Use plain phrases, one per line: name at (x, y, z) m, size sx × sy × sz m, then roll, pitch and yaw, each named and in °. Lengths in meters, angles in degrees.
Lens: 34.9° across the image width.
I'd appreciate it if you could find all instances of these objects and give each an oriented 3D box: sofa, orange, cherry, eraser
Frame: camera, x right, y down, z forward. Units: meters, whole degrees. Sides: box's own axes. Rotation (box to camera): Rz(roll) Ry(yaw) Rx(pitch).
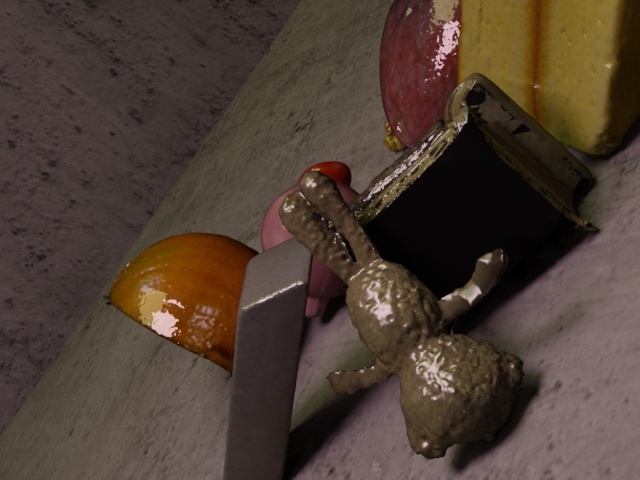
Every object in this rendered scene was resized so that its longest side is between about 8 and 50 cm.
sofa at (0.138, -0.036, 1.099) m, size 0.258 × 0.200 × 0.182 m, roll -45°, pitch 21°, yaw 21°
orange at (-0.171, 0.109, 1.458) m, size 0.274 × 0.274 × 0.310 m, roll -42°, pitch 18°, yaw 24°
cherry at (0.190, -0.248, 1.373) m, size 0.261 × 0.221 × 0.307 m, roll -27°, pitch 41°, yaw 68°
eraser at (-0.065, 0.157, 1.180) m, size 0.111 × 0.077 × 0.352 m, roll -81°, pitch 0°, yaw -59°

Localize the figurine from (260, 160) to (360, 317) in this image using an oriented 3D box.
figurine at (0.000, 0.000, 1.405) m, size 0.173 × 0.173 × 0.173 m, roll -44°, pitch 19°, yaw 19°

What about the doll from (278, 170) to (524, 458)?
doll at (0.063, 0.072, 0.967) m, size 0.202 × 0.286 × 0.091 m, roll -64°, pitch -17°, yaw -1°

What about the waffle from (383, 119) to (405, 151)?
waffle at (0.167, -0.220, 1.648) m, size 0.191 × 0.038 × 0.191 m, roll -43°, pitch 19°, yaw 19°

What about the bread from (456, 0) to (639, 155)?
bread at (0.361, -0.290, 1.185) m, size 0.362 × 0.244 × 0.233 m, roll -26°, pitch 37°, yaw -31°
